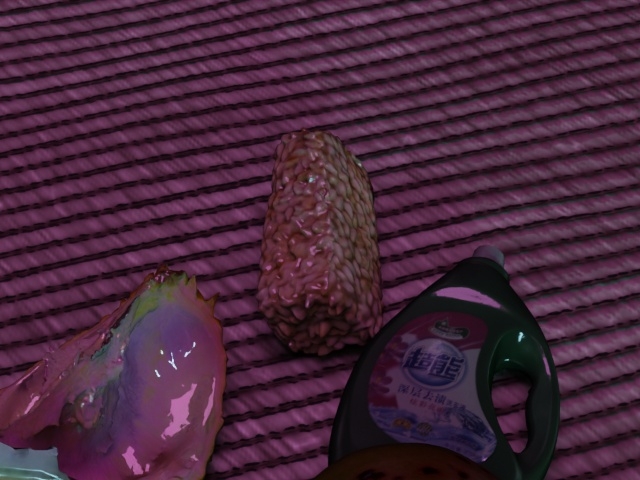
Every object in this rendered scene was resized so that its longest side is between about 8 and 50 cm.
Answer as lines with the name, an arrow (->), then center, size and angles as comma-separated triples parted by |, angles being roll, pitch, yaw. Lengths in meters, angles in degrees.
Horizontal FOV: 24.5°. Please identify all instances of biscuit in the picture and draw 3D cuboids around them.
biscuit -> 0.000, 0.000, 1.017 | 0.070, 0.082, 0.169 | -17, 48, 21

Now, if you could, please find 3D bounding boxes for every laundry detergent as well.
laundry detergent -> 0.093, 0.090, 0.950 | 0.137, 0.063, 0.211 | 18, 51, 11

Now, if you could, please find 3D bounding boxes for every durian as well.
durian -> -0.140, 0.108, 0.899 | 0.165, 0.132, 0.182 | 8, 39, -6

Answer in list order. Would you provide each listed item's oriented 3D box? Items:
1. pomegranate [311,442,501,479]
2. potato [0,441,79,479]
pomegranate -> 0.044, 0.215, 0.797 | 0.179, 0.210, 0.179 | 23, 29, -13
potato -> -0.203, 0.262, 0.718 | 0.289, 0.237, 0.301 | 52, 49, -2
